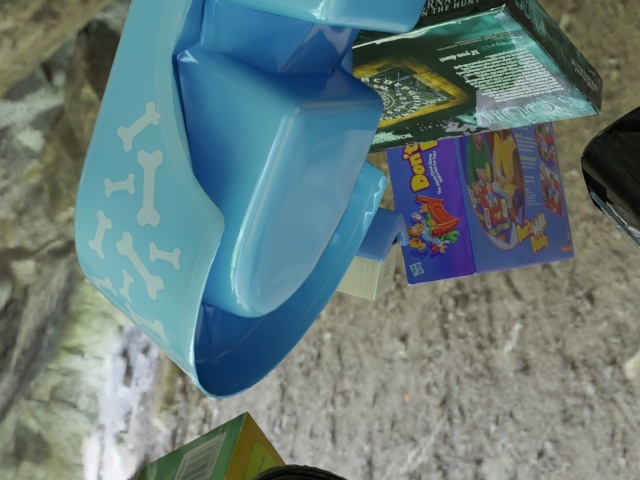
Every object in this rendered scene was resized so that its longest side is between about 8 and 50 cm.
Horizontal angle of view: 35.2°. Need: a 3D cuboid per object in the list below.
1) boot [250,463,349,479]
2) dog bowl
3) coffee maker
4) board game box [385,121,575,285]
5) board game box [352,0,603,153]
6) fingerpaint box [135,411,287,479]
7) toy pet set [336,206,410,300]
[{"bbox_3d":[0.053,0.276,0.807,0.094,0.246,0.207,-59,7,-5],"label":"boot"},{"bbox_3d":[-0.011,-0.082,0.409,0.166,0.074,0.297,-21,-47,-65],"label":"dog bowl"},{"bbox_3d":[0.281,-0.027,0.724,0.178,0.120,0.171,-119,19,-45],"label":"coffee maker"},{"bbox_3d":[0.187,-0.079,1.155,0.078,0.347,0.233,-11,86,30],"label":"board game box"},{"bbox_3d":[0.055,-0.097,0.598,0.186,0.126,0.026,-6,67,37],"label":"board game box"},{"bbox_3d":[-0.067,0.443,0.964,0.163,0.371,0.445,-30,15,15],"label":"fingerpaint box"},{"bbox_3d":[0.000,0.000,0.748,0.122,0.114,0.065,-30,-50,-62],"label":"toy pet set"}]
